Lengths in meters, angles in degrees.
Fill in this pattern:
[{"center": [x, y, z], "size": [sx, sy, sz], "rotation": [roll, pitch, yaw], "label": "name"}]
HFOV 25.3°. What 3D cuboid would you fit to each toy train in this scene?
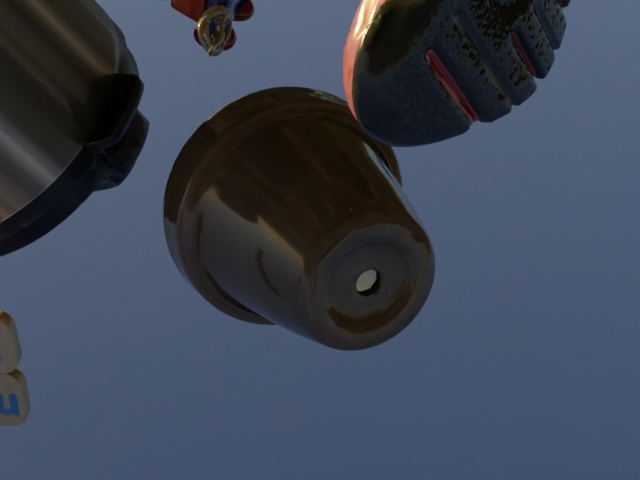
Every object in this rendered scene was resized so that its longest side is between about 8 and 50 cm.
[{"center": [-0.142, -0.246, 1.358], "size": [0.143, 0.105, 0.248], "rotation": [16, -150, 2], "label": "toy train"}]

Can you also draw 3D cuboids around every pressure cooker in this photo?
[{"center": [-0.420, -0.182, 1.626], "size": [0.420, 0.375, 0.370], "rotation": [47, -172, -44], "label": "pressure cooker"}]

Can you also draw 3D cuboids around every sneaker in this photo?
[{"center": [0.069, -0.179, 0.754], "size": [0.136, 0.116, 0.314], "rotation": [10, -119, 33], "label": "sneaker"}]

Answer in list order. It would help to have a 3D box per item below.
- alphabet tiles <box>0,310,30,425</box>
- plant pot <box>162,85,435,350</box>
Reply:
[{"center": [-0.449, 0.127, 1.502], "size": [0.284, 0.278, 0.021], "rotation": [3, -148, 9], "label": "alphabet tiles"}, {"center": [0.000, 0.000, 1.446], "size": [0.263, 0.263, 0.229], "rotation": [-3, -155, -28], "label": "plant pot"}]
